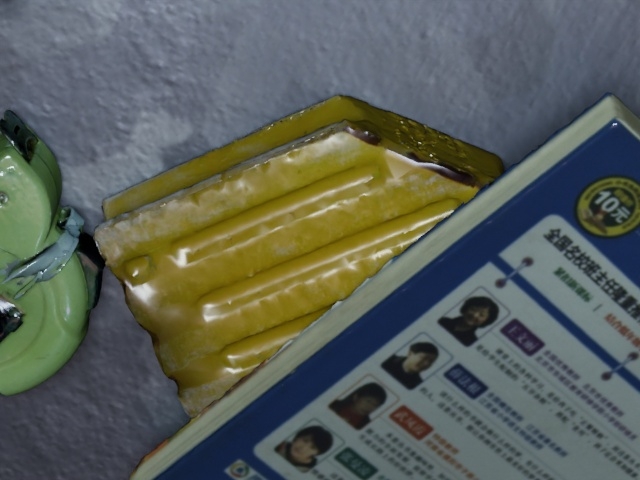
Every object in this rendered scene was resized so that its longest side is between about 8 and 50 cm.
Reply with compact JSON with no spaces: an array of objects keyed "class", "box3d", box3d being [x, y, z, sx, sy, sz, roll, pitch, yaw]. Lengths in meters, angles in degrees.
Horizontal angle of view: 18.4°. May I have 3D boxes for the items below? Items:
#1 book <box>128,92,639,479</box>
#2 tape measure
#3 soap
[{"class":"book","box3d":[0.123,0.124,1.313,0.428,0.039,0.300,-38,119,21]},{"class":"tape measure","box3d":[-0.223,0.028,1.306,0.177,0.087,0.154,-37,108,15]},{"class":"soap","box3d":[0.000,0.000,1.299,0.257,0.080,0.160,-23,113,8]}]
